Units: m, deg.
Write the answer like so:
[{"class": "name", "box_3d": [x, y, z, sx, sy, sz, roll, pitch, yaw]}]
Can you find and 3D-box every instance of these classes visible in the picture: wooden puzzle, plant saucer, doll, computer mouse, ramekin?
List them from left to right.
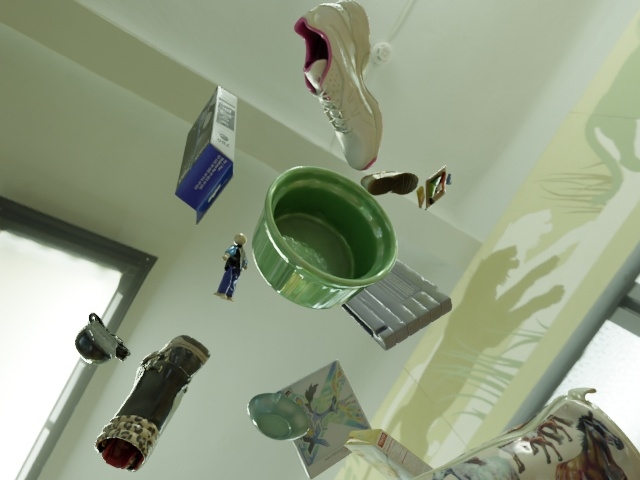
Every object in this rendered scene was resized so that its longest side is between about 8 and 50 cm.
[{"class": "computer mouse", "box_3d": [-0.660, 0.310, 1.267, 0.072, 0.272, 0.188, -39, -82, -16]}, {"class": "doll", "box_3d": [-0.240, 0.068, 1.180, 0.129, 0.046, 0.189, 50, -129, -62]}, {"class": "plant saucer", "box_3d": [-0.130, 0.530, 1.252, 0.195, 0.037, 0.195, 6, -63, 12]}, {"class": "ramekin", "box_3d": [0.000, 0.000, 0.928, 0.303, 0.303, 0.148, 12, -40, -24]}, {"class": "wooden puzzle", "box_3d": [0.222, -0.100, 0.820, 0.116, 0.014, 0.079, -42, -40, -26]}]

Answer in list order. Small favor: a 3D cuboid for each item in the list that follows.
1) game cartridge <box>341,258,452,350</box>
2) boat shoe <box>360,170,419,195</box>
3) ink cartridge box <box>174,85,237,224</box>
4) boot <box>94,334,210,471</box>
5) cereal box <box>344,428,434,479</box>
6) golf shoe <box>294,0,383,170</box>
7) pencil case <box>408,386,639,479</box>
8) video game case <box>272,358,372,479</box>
[{"class": "game cartridge", "box_3d": [0.170, 0.144, 1.216, 0.230, 0.355, 0.068, -22, -57, -20]}, {"class": "boat shoe", "box_3d": [0.139, -0.119, 0.857, 0.135, 0.045, 0.050, -5, -61, -35]}, {"class": "ink cartridge box", "box_3d": [-0.259, -0.205, 0.981, 0.065, 0.333, 0.165, 26, -55, -31]}, {"class": "boot", "box_3d": [-0.446, 0.426, 1.090, 0.138, 0.284, 0.377, 41, -52, -14]}, {"class": "cereal box", "box_3d": [0.189, 0.538, 1.017, 0.240, 0.173, 0.047, 37, -122, -1]}, {"class": "golf shoe", "box_3d": [0.030, -0.273, 0.794, 0.140, 0.115, 0.306, -25, -69, -33]}, {"class": "pencil case", "box_3d": [0.230, 0.364, 0.591, 0.410, 0.160, 0.184, -28, -94, 2]}, {"class": "video game case", "box_3d": [0.015, 0.671, 1.638, 0.300, 0.036, 0.329, -21, -104, -25]}]
